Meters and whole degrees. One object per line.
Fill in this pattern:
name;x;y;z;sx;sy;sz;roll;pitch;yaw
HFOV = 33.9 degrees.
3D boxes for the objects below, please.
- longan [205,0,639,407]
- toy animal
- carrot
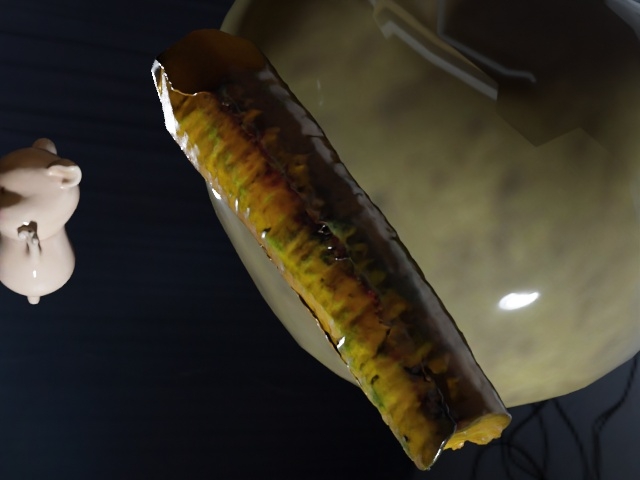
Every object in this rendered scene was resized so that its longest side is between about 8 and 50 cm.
longan;0.097;-0.063;0.798;0.404;0.336;0.404;16;119;32
toy animal;-0.231;-0.015;0.849;0.083;0.089;0.150;31;125;22
carrot;0.000;0.000;0.535;0.260;0.070;0.070;55;134;16
